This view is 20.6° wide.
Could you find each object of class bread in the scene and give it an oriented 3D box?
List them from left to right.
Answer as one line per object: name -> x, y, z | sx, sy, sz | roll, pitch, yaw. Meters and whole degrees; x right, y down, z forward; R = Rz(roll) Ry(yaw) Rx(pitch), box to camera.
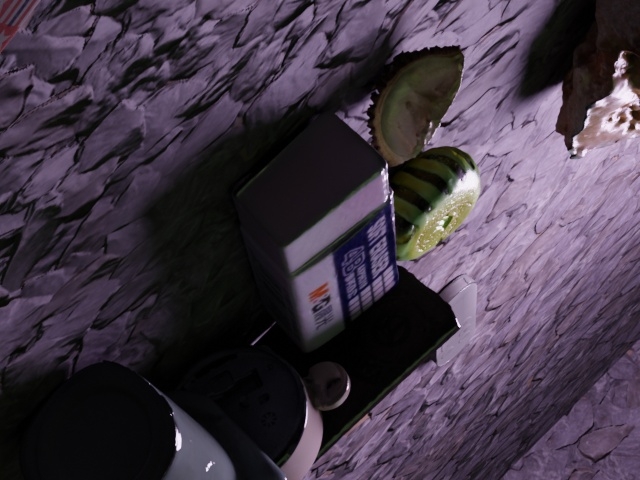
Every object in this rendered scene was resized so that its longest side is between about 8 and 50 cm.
bread -> 0.104, -0.039, 1.804 | 0.139, 0.071, 0.130 | -42, 164, -16

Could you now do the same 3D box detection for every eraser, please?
eraser -> 0.000, 0.000, 1.640 | 0.130, 0.086, 0.287 | -41, 161, -11

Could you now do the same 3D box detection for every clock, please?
clock -> -0.078, 0.179, 1.726 | 0.229, 0.155, 0.063 | -27, 148, 4

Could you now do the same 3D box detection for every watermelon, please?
watermelon -> 0.394, -0.231, 1.895 | 0.302, 0.151, 0.264 | -13, 157, -1

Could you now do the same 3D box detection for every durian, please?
durian -> 0.078, -0.127, 1.579 | 0.130, 0.066, 0.052 | -59, 159, 11

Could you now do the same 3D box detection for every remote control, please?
remote control -> 0.175, 0.109, 2.344 | 0.077, 0.022, 0.245 | -43, 162, -13

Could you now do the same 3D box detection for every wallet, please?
wallet -> -0.021, 0.144, 1.792 | 0.321, 0.170, 0.044 | -42, 138, -7

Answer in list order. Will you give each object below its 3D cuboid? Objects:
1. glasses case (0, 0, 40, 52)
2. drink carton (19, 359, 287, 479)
glasses case -> -0.197, -0.140, 0.983 | 0.194, 0.049, 0.073 | -50, 162, 12
drink carton -> -0.172, 0.213, 1.598 | 0.185, 0.191, 0.189 | -46, 152, 0
